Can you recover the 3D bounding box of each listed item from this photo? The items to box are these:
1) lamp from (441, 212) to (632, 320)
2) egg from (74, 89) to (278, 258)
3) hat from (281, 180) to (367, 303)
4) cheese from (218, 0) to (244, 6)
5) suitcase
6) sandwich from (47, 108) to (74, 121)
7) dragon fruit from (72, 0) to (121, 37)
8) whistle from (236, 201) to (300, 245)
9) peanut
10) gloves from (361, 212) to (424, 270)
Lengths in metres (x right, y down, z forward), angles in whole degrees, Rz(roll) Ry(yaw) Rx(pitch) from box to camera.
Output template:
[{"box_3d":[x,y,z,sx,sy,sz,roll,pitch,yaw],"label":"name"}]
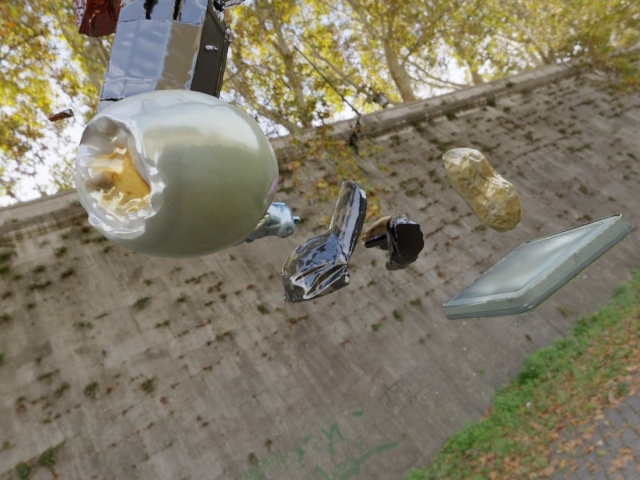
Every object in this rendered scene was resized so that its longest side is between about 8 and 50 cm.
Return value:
[{"box_3d":[0.378,0.058,0.790,0.266,0.047,0.269,-31,-5,-15],"label":"lamp"},{"box_3d":[-0.141,-0.073,0.485,0.183,0.183,0.217,-49,-16,25],"label":"egg"},{"box_3d":[0.000,0.000,1.361,0.257,0.381,0.366,-1,-6,-12],"label":"hat"},{"box_3d":[-0.280,-0.741,1.251,0.128,0.177,0.203,-23,-34,-15],"label":"cheese"},{"box_3d":[-0.410,-0.453,1.136,0.194,0.283,0.434,44,-126,-75],"label":"suitcase"},{"box_3d":[-0.804,-0.386,1.329,0.101,0.026,0.069,-7,28,23],"label":"sandwich"},{"box_3d":[-0.605,-0.758,1.250,0.152,0.317,0.205,-20,-8,42],"label":"dragon fruit"},{"box_3d":[-0.175,-0.047,1.018,0.269,0.093,0.180,-5,-30,-23],"label":"whistle"},{"box_3d":[0.264,-0.083,0.689,0.080,0.174,0.080,-43,15,14],"label":"peanut"},{"box_3d":[0.244,0.012,1.435,0.152,0.197,0.301,-12,3,-27],"label":"gloves"}]
